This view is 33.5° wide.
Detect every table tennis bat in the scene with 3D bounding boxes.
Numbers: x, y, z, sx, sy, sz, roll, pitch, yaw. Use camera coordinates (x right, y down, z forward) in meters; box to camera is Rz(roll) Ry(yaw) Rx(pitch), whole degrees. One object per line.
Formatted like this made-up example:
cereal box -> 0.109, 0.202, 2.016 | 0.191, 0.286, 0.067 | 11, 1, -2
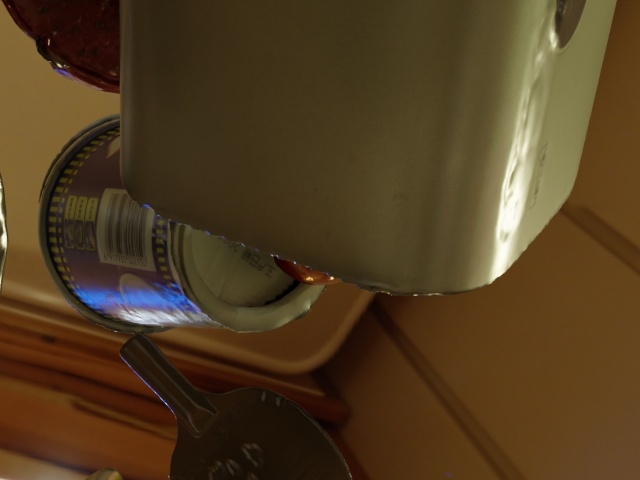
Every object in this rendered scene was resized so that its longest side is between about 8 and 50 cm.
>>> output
table tennis bat -> -0.075, 0.163, 0.852 | 0.131, 0.022, 0.234 | -45, -102, 1

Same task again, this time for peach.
peach -> 0.001, -0.001, 1.065 | 0.101, 0.101, 0.100 | -29, -129, 43

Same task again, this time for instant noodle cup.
instant noodle cup -> -0.141, -0.014, 1.201 | 0.312, 0.284, 0.284 | 6, -102, 58

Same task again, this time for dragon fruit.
dragon fruit -> -0.114, -0.221, 0.815 | 0.134, 0.262, 0.211 | 86, -13, -49

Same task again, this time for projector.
projector -> 0.034, -0.144, 0.620 | 0.248, 0.248, 0.249 | 19, -59, 22

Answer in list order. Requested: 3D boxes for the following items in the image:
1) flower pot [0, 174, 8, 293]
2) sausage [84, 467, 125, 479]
flower pot -> -0.185, -0.002, 0.286 | 0.148, 0.235, 0.235 | 22, -89, 27
sausage -> -0.150, 0.179, 0.565 | 0.032, 0.033, 0.269 | -60, 179, 12
